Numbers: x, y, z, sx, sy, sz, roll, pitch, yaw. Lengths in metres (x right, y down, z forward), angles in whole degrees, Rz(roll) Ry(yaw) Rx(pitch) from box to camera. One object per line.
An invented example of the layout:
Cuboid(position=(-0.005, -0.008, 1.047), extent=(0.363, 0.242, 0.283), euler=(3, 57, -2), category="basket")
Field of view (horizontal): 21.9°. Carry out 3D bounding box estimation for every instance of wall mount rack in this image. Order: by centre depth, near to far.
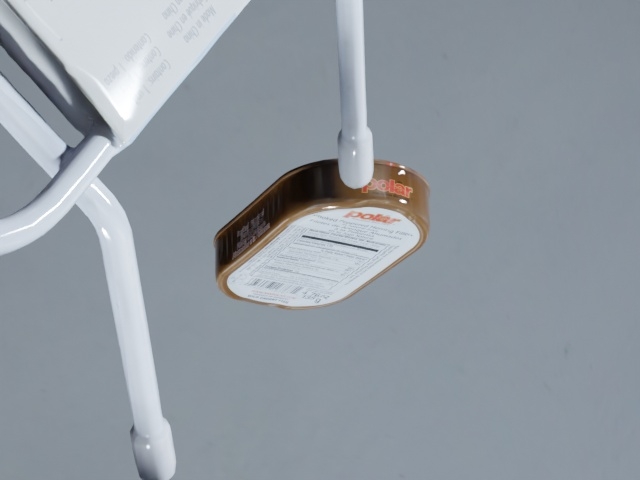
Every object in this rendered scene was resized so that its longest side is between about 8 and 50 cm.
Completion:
Cuboid(position=(-0.075, -0.083, 0.689), extent=(0.304, 0.130, 0.350), euler=(51, 51, -21), category="wall mount rack")

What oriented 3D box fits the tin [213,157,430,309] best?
Cuboid(position=(0.000, 0.000, 1.104), extent=(0.106, 0.190, 0.040), euler=(7, 64, -27), category="tin")
